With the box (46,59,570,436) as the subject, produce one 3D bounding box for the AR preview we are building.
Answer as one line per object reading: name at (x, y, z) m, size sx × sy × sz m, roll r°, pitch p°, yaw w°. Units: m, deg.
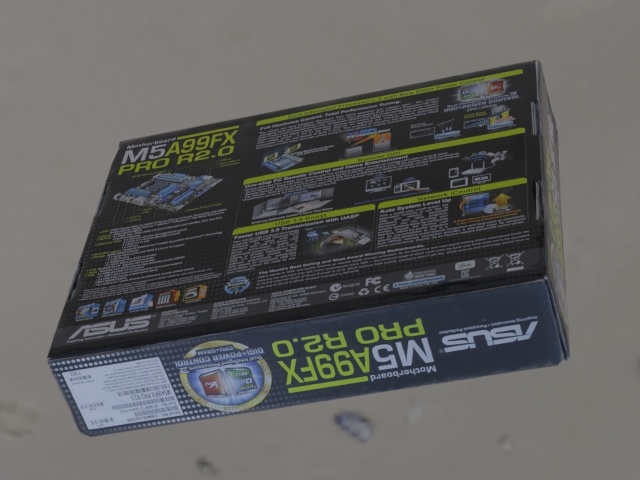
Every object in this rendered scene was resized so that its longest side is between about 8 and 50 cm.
box at (0.000, 0.000, 0.918) m, size 0.270 × 0.216 × 0.060 m, roll -10°, pitch 124°, yaw 12°
